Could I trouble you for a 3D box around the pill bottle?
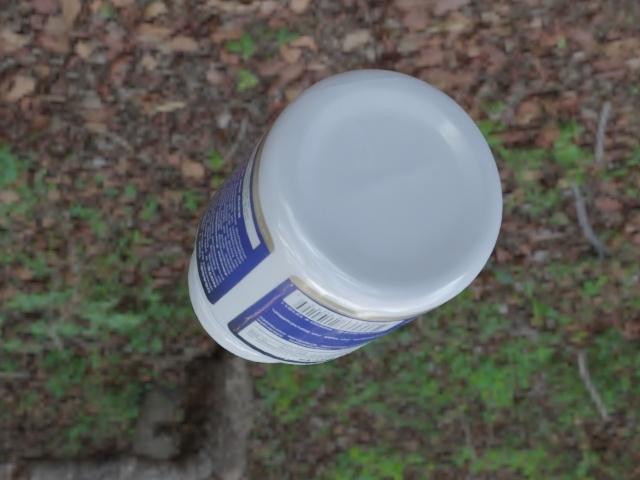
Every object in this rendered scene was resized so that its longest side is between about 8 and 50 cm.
[{"bbox_3d":[0.000,0.000,0.872,0.153,0.153,0.265,7,163,-18],"label":"pill bottle"}]
